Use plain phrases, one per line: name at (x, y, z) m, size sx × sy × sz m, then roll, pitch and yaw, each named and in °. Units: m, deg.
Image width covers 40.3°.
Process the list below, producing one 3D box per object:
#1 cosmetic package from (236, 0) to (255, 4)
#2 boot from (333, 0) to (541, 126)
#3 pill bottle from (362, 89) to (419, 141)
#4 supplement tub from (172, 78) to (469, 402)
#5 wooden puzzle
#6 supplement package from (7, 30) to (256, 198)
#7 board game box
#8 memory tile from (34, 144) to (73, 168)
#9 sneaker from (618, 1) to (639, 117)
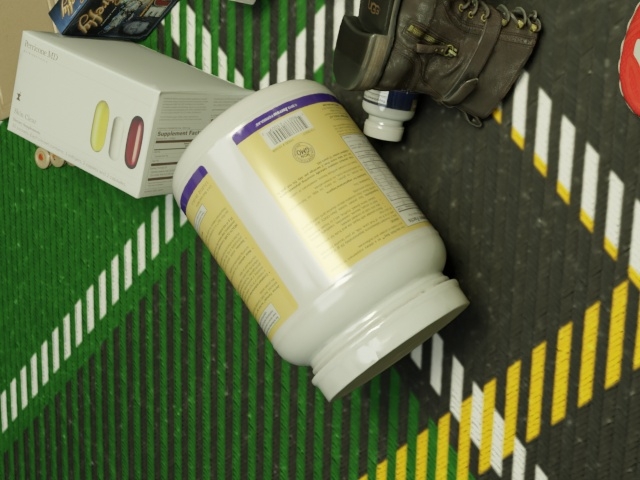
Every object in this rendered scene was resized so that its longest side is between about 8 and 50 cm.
cosmetic package at (-0.074, -0.422, 1.079) m, size 0.239 × 0.060 × 0.099 m, roll -55°, pitch 49°, yaw 36°
boot at (0.147, -0.251, 0.935) m, size 0.091 × 0.229 × 0.263 m, roll 58°, pitch 135°, yaw 42°
pill bottle at (0.089, -0.185, 1.068) m, size 0.067 × 0.067 × 0.120 m, roll 21°, pitch 109°, yaw 28°
supplement tub at (0.000, 0.000, 1.054) m, size 0.241 × 0.241 × 0.331 m, roll -43°, pitch 75°, yaw 30°
wooden puzzle at (-0.477, -0.329, 1.423) m, size 0.238 × 0.044 × 0.221 m, roll -13°, pitch 90°, yaw 39°
supplement package at (-0.261, -0.180, 1.210) m, size 0.261 × 0.204 × 0.145 m, roll 26°, pitch 111°, yaw 27°
board game box at (-0.237, -0.369, 1.186) m, size 0.243 × 0.165 × 0.042 m, roll -39°, pitch 78°, yaw 32°
memory tile at (-0.424, -0.177, 1.429) m, size 0.148 × 0.012 × 0.113 m, roll -3°, pitch 97°, yaw 32°
sneaker at (0.360, -0.251, 0.853) m, size 0.107 × 0.118 × 0.279 m, roll 26°, pitch 111°, yaw 27°
